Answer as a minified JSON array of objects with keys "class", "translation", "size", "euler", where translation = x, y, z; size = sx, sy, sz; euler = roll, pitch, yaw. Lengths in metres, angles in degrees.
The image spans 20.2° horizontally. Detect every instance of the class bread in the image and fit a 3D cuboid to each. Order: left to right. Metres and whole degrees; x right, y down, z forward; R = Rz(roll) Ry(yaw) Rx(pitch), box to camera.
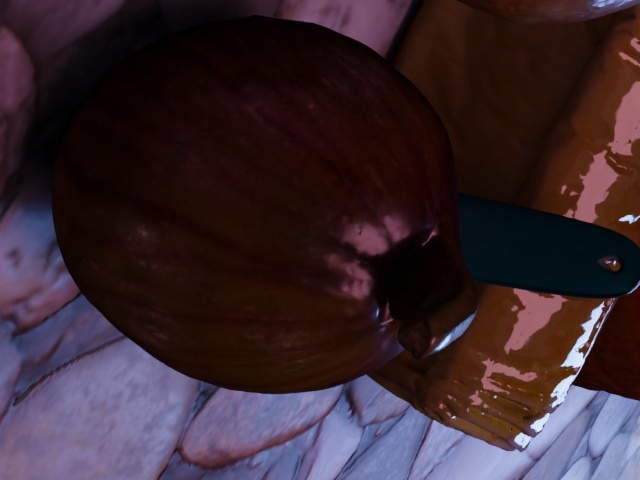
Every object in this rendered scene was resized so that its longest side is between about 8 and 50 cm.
[{"class":"bread","translation":[0.104,-0.036,0.958],"size":[0.119,0.152,0.288],"euler":[6,113,-55]}]

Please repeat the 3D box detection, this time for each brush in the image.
[{"class":"brush","translation":[0.066,-0.002,0.896],"size":[0.032,0.193,0.043],"euler":[29,73,-76]}]

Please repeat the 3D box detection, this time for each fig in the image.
[{"class":"fig","translation":[0.001,-0.002,0.756],"size":[0.175,0.207,0.175],"euler":[-40,142,-40]}]

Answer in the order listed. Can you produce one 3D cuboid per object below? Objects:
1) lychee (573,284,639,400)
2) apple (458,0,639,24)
[{"class":"lychee","translation":[0.232,-0.015,1.091],"size":[0.255,0.255,0.300],"euler":[-44,-171,-25]},{"class":"apple","translation":[0.096,-0.177,0.764],"size":[0.195,0.173,0.160],"euler":[-38,146,-27]}]
